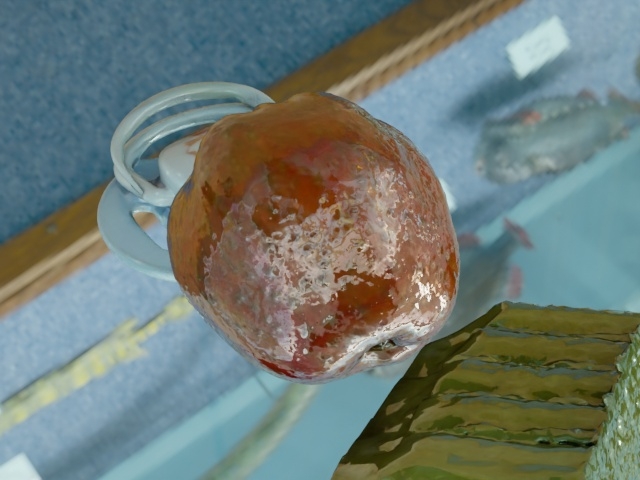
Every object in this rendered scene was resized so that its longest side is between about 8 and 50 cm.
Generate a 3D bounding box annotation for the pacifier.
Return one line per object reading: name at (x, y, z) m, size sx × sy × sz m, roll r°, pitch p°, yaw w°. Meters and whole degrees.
pacifier at (-0.101, -0.023, 1.612) m, size 0.299 × 0.244 × 0.233 m, roll -26°, pitch 133°, yaw -26°

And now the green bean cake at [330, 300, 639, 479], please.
green bean cake at (0.091, 0.164, 0.698) m, size 0.236 × 0.124 × 0.232 m, roll -44°, pitch 134°, yaw -62°

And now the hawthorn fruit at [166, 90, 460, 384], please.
hawthorn fruit at (0.000, 0.000, 0.903) m, size 0.189 × 0.189 × 0.189 m, roll -30°, pitch 150°, yaw -20°
